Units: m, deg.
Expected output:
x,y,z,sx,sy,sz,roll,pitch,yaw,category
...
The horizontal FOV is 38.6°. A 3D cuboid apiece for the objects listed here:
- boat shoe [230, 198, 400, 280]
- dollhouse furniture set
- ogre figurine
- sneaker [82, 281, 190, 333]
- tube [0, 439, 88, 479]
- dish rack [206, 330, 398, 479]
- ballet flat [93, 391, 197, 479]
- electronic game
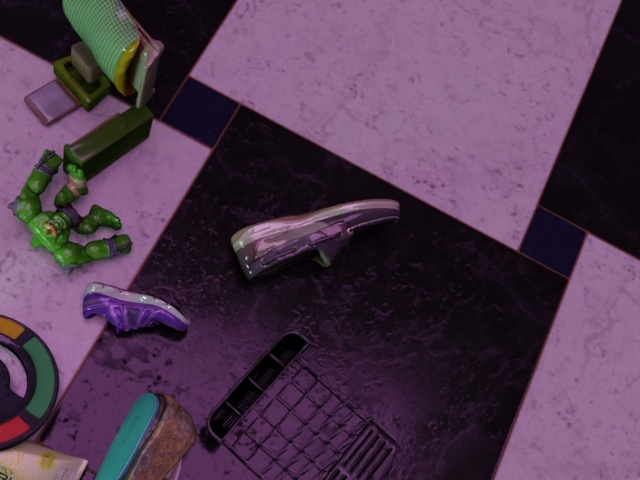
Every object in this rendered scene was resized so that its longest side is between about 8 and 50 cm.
x,y,z,sx,sy,sz,roll,pitch,yaw,category
0.000,0.000,1.496,0.285,0.103,0.092,-13,79,-13,boat shoe
-0.366,-0.251,1.392,0.151,0.301,0.197,-39,85,-25,dollhouse furniture set
-0.394,-0.033,1.421,0.118,0.097,0.197,-45,121,-29,ogre figurine
-0.286,0.116,1.416,0.170,0.068,0.071,13,83,2,sneaker
-0.460,0.305,1.300,0.240,0.070,0.062,28,26,-6,tube
-0.017,0.298,1.392,0.271,0.074,0.208,41,68,4,dish rack
-0.289,0.382,1.289,0.123,0.123,0.348,32,69,0,ballet flat
-0.490,0.198,1.301,0.229,0.048,0.229,16,46,-17,electronic game
